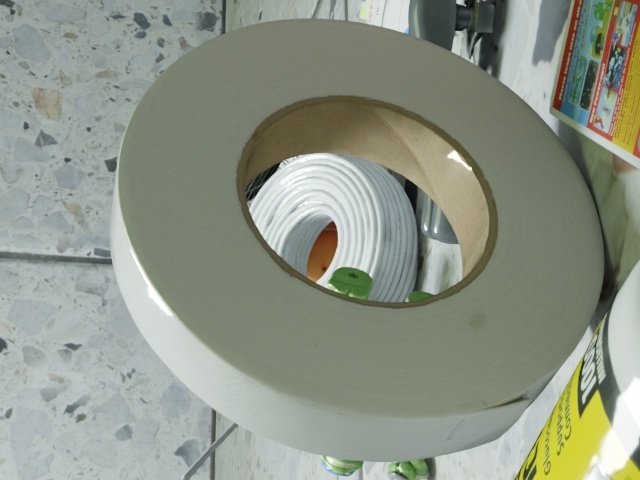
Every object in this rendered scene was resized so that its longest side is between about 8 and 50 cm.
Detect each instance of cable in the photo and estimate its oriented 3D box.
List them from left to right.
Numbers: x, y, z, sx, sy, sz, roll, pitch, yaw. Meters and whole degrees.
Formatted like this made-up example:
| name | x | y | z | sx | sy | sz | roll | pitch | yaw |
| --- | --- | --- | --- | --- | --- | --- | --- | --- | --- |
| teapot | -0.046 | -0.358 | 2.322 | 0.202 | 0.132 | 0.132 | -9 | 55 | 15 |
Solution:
| name | x | y | z | sx | sy | sz | roll | pitch | yaw |
| --- | --- | --- | --- | --- | --- | --- | --- | --- | --- |
| cable | 0.007 | 0.015 | 1.458 | 0.257 | 0.089 | 0.257 | 2 | 78 | 45 |

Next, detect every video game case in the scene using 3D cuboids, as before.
| name | x | y | z | sx | sy | sz | roll | pitch | yaw |
| --- | --- | --- | --- | --- | --- | --- | --- | --- | --- |
| video game case | 0.244 | -0.157 | 0.838 | 0.285 | 0.025 | 0.204 | -119 | 36 | -68 |

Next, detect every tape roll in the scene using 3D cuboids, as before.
| name | x | y | z | sx | sy | sz | roll | pitch | yaw |
| --- | --- | --- | --- | --- | --- | --- | --- | --- | --- |
| tape roll | 0.031 | -0.014 | 0.915 | 0.072 | 0.392 | 0.392 | 112 | 159 | -51 |

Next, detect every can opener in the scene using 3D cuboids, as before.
| name | x | y | z | sx | sy | sz | roll | pitch | yaw |
| --- | --- | --- | --- | --- | --- | --- | --- | --- | --- |
| can opener | 0.123 | -0.141 | 1.215 | 0.076 | 0.095 | 0.283 | -153 | 69 | -77 |

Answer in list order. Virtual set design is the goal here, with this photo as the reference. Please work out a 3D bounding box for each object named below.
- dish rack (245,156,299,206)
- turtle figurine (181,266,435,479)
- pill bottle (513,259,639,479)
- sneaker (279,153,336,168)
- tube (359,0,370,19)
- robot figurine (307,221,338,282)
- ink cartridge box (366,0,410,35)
| name | x | y | z | sx | sy | sz | roll | pitch | yaw |
| --- | --- | --- | --- | --- | --- | --- | --- | --- | --- |
| dish rack | -0.025 | -0.158 | 1.574 | 0.271 | 0.074 | 0.208 | -35 | -17 | -49 |
| turtle figurine | 0.031 | 0.185 | 1.287 | 0.198 | 0.274 | 0.266 | 34 | 120 | 36 |
| pill bottle | 0.184 | 0.164 | 0.597 | 0.188 | 0.188 | 0.334 | -98 | 18 | -46 |
| sneaker | -0.022 | -0.128 | 1.871 | 0.292 | 0.110 | 0.118 | 160 | 106 | -77 |
| tube | 0.102 | -0.402 | 1.517 | 0.062 | 0.070 | 0.240 | -41 | -39 | -74 |
| robot figurine | 0.001 | 0.001 | 1.645 | 0.158 | 0.128 | 0.219 | -45 | 32 | 29 |
| ink cartridge box | 0.111 | -0.237 | 1.349 | 0.190 | 0.082 | 0.140 | -143 | 59 | -74 |
